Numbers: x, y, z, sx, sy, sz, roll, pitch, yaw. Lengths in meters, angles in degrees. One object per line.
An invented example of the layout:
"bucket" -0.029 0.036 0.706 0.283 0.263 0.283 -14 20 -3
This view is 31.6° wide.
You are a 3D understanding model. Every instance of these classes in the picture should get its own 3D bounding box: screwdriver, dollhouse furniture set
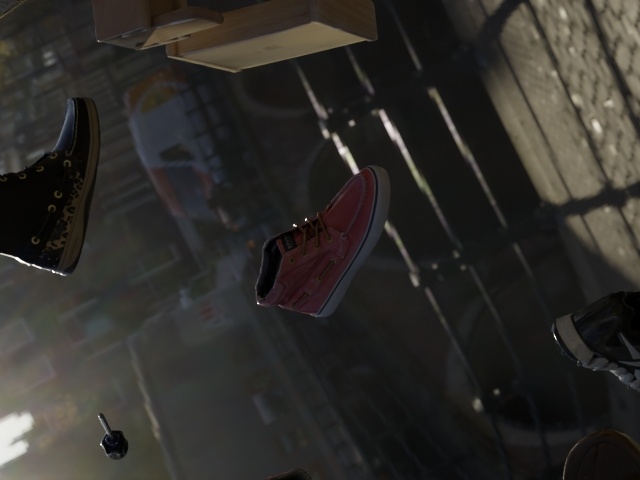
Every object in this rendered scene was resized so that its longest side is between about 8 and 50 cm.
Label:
"screwdriver" -0.179 0.168 0.961 0.170 0.024 0.025 109 159 -74
"dollhouse furniture set" -0.093 -0.364 1.238 0.286 0.198 0.303 0 -97 -60

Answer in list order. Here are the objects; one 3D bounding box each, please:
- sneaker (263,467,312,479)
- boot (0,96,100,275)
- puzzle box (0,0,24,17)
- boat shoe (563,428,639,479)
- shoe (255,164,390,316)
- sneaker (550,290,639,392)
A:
"sneaker" -0.120 0.416 1.651 0.112 0.131 0.319 40 -156 14
"boot" -0.381 -0.083 1.441 0.085 0.179 0.236 -10 71 64
"puzzle box" -0.378 -0.394 1.348 0.052 0.272 0.409 57 -171 4
"boat shoe" 0.294 0.284 0.912 0.089 0.104 0.285 -3 -119 -49
"shoe" 0.000 0.000 1.108 0.178 0.081 0.063 -64 33 29
"sneaker" 0.369 0.112 1.299 0.234 0.106 0.078 21 -143 -44
